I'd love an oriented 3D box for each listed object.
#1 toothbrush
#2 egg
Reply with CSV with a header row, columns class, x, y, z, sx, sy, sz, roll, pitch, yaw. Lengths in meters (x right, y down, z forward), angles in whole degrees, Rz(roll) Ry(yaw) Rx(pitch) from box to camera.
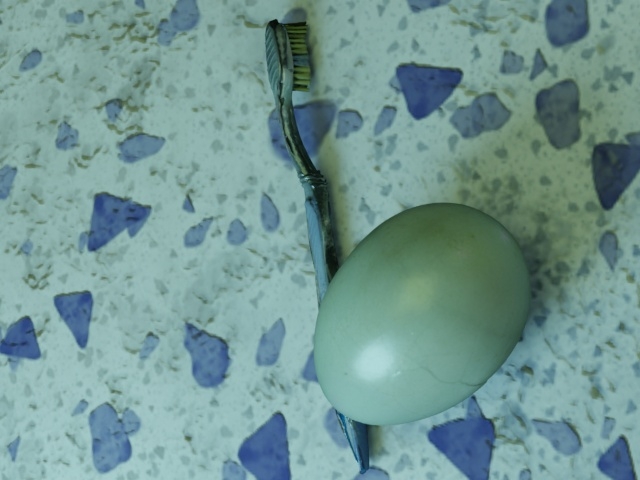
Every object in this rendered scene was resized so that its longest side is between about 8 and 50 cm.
class,x,y,z,sx,sy,sz,roll,pitch,yaw
toothbrush,0.000,0.000,1.435,0.035,0.042,0.413,147,116,-64
egg,0.078,0.063,1.314,0.209,0.151,0.151,-51,62,26
